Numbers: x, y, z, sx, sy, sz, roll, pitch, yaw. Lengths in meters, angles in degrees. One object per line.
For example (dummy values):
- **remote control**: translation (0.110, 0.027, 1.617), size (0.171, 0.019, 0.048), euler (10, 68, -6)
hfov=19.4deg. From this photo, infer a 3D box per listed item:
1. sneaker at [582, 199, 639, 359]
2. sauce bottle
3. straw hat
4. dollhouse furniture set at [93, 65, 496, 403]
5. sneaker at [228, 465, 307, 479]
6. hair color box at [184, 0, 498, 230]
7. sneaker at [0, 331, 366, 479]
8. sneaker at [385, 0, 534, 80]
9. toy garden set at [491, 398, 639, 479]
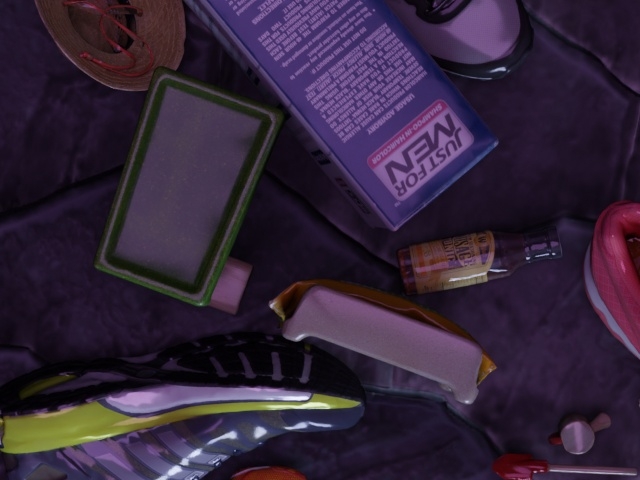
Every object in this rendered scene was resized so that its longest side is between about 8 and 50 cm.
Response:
- **sneaker**: translation (0.295, 0.096, 1.369), size (0.116, 0.136, 0.314), euler (-39, 68, -1)
- **sauce bottle**: translation (0.124, 0.013, 1.466), size (0.128, 0.042, 0.042), euler (-13, 95, 2)
- **straw hat**: translation (-0.176, -0.169, 1.445), size (0.144, 0.144, 0.061), euler (53, 138, -4)
- **dollhouse furniture set**: translation (0.000, 0.000, 1.397), size (0.301, 0.197, 0.151), euler (20, 88, 0)
- **sneaker**: translation (-0.085, 0.234, 1.480), size (0.175, 0.067, 0.064), euler (-27, 111, 7)
- **hair color box**: translation (-0.025, -0.171, 1.383), size (0.105, 0.174, 0.347), euler (-39, 94, -2)
- **sneaker**: translation (-0.111, 0.152, 1.470), size (0.300, 0.111, 0.121), euler (-7, 111, 5)
- **sneaker**: translation (0.052, -0.223, 1.411), size (0.271, 0.108, 0.100), euler (44, 94, -4)
- **toy garden set**: translation (0.252, 0.210, 1.481), size (0.244, 0.049, 0.204), euler (-11, 97, 4)
